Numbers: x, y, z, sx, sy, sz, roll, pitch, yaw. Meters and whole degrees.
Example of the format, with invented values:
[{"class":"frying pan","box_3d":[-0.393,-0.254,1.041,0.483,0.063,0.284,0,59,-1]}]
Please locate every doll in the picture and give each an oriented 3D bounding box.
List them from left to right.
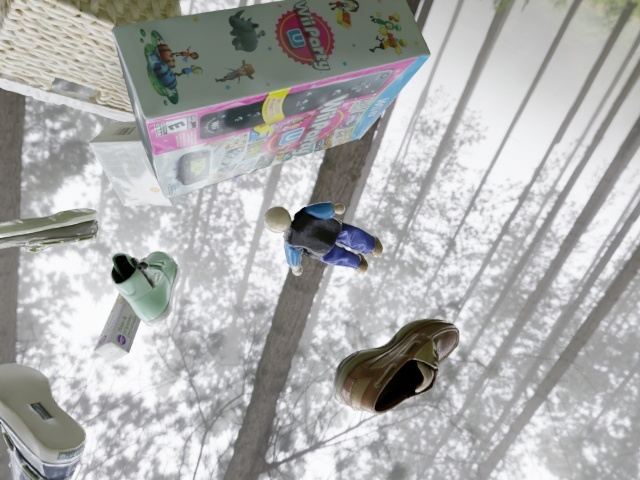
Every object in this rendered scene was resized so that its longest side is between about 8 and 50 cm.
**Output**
[{"class":"doll","box_3d":[0.000,0.000,0.624,0.189,0.129,0.046,23,-155,-36]}]

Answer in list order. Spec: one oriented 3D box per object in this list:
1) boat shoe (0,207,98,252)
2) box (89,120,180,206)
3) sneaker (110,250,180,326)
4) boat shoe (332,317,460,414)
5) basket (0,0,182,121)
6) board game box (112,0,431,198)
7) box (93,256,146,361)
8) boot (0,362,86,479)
[{"class":"boat shoe","box_3d":[-0.765,-0.016,1.198,0.109,0.091,0.305,21,-153,35]},{"class":"box","box_3d":[-0.391,-0.166,0.959,0.130,0.170,0.091,1,-136,12]},{"class":"sneaker","box_3d":[-0.396,0.059,0.988,0.094,0.151,0.256,-26,-146,-3]},{"class":"boat shoe","box_3d":[0.176,0.250,0.851,0.325,0.123,0.116,-19,-157,-34]},{"class":"basket","box_3d":[-0.492,-0.477,0.913,0.328,0.267,0.331,7,-115,-45]},{"class":"board game box","box_3d":[-0.060,-0.168,0.522,0.304,0.097,0.224,-22,175,-19]},{"class":"box","box_3d":[-0.525,0.178,1.206,0.063,0.067,0.324,48,-157,-32]},{"class":"boot","box_3d":[-0.347,0.225,0.510,0.190,0.086,0.069,25,-172,35]}]
